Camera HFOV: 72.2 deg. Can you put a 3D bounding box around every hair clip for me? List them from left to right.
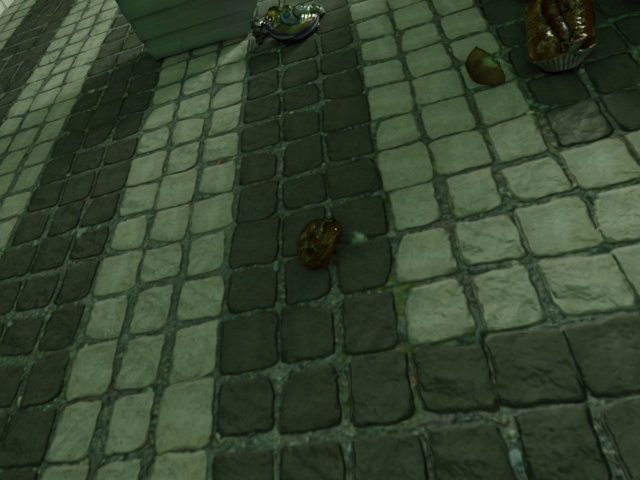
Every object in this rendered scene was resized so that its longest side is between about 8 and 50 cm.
[{"bbox_3d":[-0.073,-0.494,1.009,0.172,0.049,0.116,-5,68,8],"label":"hair clip"}]

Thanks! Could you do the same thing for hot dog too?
[{"bbox_3d":[0.000,0.000,0.627,0.058,0.035,0.083,9,60,30],"label":"hot dog"},{"bbox_3d":[0.392,-0.351,0.720,0.108,0.059,0.191,-2,57,25],"label":"hot dog"}]

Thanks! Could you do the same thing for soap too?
[{"bbox_3d":[-0.302,-0.589,1.053,0.346,0.208,0.115,-8,54,16],"label":"soap"}]

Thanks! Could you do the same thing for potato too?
[{"bbox_3d":[0.266,-0.293,0.737,0.036,0.037,0.093,-30,51,4],"label":"potato"}]
